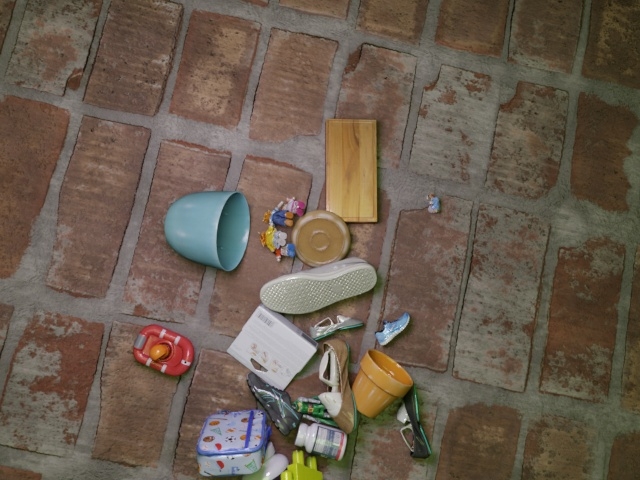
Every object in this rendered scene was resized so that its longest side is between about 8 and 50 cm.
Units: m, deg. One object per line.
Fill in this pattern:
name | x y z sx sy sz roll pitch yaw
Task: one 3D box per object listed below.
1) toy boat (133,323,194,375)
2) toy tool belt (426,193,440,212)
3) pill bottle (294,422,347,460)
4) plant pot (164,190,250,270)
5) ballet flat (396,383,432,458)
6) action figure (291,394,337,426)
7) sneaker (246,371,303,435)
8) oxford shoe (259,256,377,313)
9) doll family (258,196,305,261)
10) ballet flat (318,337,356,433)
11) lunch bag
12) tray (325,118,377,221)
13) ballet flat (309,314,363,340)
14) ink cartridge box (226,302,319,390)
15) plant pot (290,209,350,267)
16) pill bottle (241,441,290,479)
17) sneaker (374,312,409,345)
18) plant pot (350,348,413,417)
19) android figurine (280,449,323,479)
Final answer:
toy boat | -0.581 0.409 1.746 0.230 0.151 0.151 23 83 0
toy tool belt | 0.458 -0.152 1.915 0.052 0.051 0.084 -5 84 -4
pill bottle | 0.000 0.740 1.764 0.179 0.108 0.108 16 83 -1
plant pot | -0.424 -0.048 1.747 0.234 0.293 0.294 8 83 12
ballet flat | 0.344 0.690 1.800 0.096 0.095 0.281 -14 85 8
action figure | -0.011 0.640 1.801 0.231 0.063 0.137 5 86 1
sneaker | -0.175 0.591 1.771 0.106 0.101 0.267 -36 73 -19
oxford shoe | -0.009 0.166 1.816 0.448 0.130 0.169 -14 116 -6
doll family | -0.167 -0.056 1.824 0.118 0.163 0.263 18 81 -33
ballet flat | 0.051 0.525 1.740 0.124 0.116 0.343 15 61 -34
lunch bag | -0.295 0.695 1.664 0.242 0.303 0.115 -4 97 -3
tray | 0.121 -0.275 1.900 0.202 0.076 0.412 0 83 -3
ballet flat | 0.059 0.324 1.833 0.213 0.072 0.068 -17 79 -5
ink cartridge box | -0.183 0.410 1.817 0.275 0.060 0.239 37 107 1
plant pot | 0.000 0.000 1.844 0.236 0.032 0.237 0 103 2
pill bottle | -0.165 0.903 1.700 0.181 0.181 0.323 -24 86 -5
sneaker | 0.279 0.333 1.848 0.162 0.063 0.073 -40 84 -7
plant pot | 0.207 0.542 1.765 0.205 0.205 0.188 33 98 1
android figurine | -0.050 0.887 1.656 0.056 0.248 0.273 -26 46 22
